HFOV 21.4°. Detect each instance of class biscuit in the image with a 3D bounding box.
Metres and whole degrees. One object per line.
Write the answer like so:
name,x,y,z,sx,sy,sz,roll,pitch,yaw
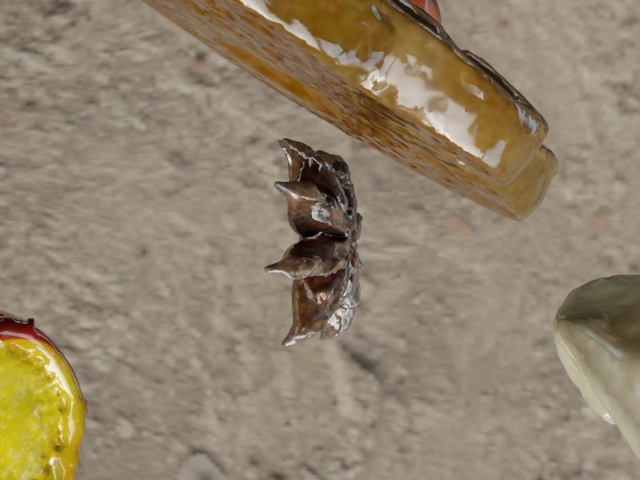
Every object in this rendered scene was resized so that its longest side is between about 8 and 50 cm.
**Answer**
biscuit,-0.012,-0.116,0.863,0.367,0.314,0.063,33,87,-48

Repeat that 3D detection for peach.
peach,-0.258,0.146,1.123,0.226,0.196,0.190,-36,92,14

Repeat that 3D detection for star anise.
star anise,0.001,-0.001,1.045,0.141,0.042,0.141,-4,90,-72

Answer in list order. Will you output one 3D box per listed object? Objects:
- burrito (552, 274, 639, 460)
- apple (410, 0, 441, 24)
burrito,0.143,0.106,0.291,0.082,0.059,0.275,-31,76,-17
apple,0.052,-0.289,1.967,0.168,0.181,0.181,-17,102,5
